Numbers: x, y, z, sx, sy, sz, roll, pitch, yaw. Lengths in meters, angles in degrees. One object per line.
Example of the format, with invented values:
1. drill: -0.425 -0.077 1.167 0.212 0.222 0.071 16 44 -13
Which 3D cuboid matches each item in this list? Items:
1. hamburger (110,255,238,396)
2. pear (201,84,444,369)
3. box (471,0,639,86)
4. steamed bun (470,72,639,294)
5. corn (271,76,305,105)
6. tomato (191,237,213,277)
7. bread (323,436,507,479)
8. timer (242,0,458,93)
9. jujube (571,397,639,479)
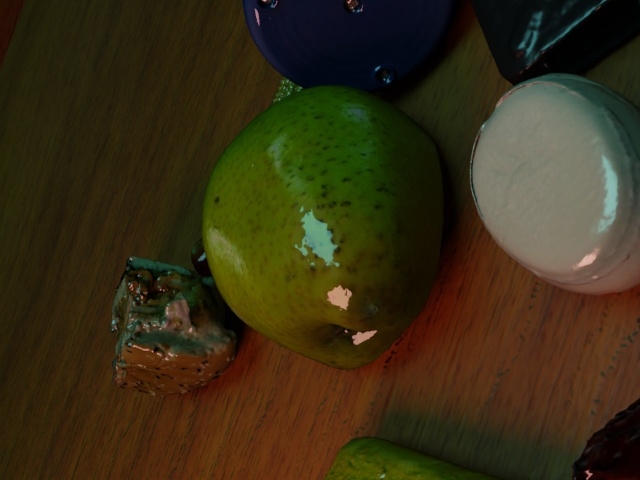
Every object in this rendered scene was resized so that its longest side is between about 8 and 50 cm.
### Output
1. hamburger: -0.226 0.139 1.221 0.288 0.192 0.168 125 153 -60
2. pear: 0.000 0.000 0.959 0.342 0.238 0.318 -57 32 16
3. box: 0.288 -0.341 0.885 0.290 0.073 0.289 -36 49 35
4. steamed bun: 0.249 -0.050 0.760 0.177 0.130 0.228 -60 39 28
5. corn: -0.042 -0.138 1.174 0.101 0.101 0.311 26 95 52
6. tomato: -0.164 0.026 1.270 0.087 0.075 0.087 -28 51 40
7. bread: 0.123 0.302 0.774 0.383 0.112 0.166 5 79 51
8. timer: 0.030 -0.406 1.125 0.270 0.270 0.384 -45 29 28
9. jujube: 0.329 0.138 0.545 0.342 0.216 0.216 -40 47 40
